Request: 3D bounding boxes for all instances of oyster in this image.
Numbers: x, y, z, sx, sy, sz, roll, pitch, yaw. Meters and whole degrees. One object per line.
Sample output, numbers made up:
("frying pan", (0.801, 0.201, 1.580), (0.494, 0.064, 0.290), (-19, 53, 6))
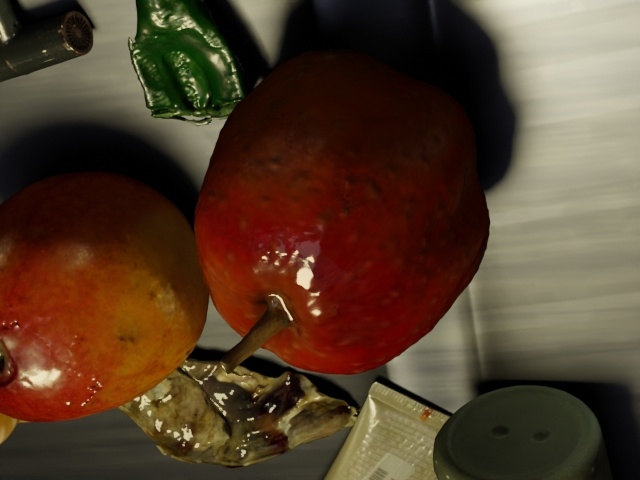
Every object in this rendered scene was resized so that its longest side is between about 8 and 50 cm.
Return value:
("oyster", (-0.105, 0.195, 1.737), (0.294, 0.094, 0.166), (-1, 122, 14))

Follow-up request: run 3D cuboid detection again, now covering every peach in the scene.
("peach", (-0.251, 0.063, 1.539), (0.281, 0.281, 0.238), (18, 136, 4))

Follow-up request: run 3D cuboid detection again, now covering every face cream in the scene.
("face cream", (0.051, 0.304, 1.788), (0.137, 0.084, 0.341), (26, 127, -7))

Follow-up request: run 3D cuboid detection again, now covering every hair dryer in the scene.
("hair dryer", (-0.337, -0.241, 1.451), (0.173, 0.050, 0.195), (-14, 120, 30))

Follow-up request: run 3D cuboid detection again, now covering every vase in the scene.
("vase", (0.237, 0.322, 1.625), (0.245, 0.245, 0.291), (0, 126, 21))

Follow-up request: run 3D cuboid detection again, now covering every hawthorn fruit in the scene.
("hawthorn fruit", (0.000, 0.000, 1.344), (0.287, 0.330, 0.287), (21, 141, 18))

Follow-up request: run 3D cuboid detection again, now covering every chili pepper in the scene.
("chili pepper", (-0.124, -0.189, 1.404), (0.108, 0.062, 0.216), (-3, 130, 15))

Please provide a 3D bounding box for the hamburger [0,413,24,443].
("hamburger", (-0.445, 0.166, 1.731), (0.302, 0.261, 0.186), (24, 134, -27))
